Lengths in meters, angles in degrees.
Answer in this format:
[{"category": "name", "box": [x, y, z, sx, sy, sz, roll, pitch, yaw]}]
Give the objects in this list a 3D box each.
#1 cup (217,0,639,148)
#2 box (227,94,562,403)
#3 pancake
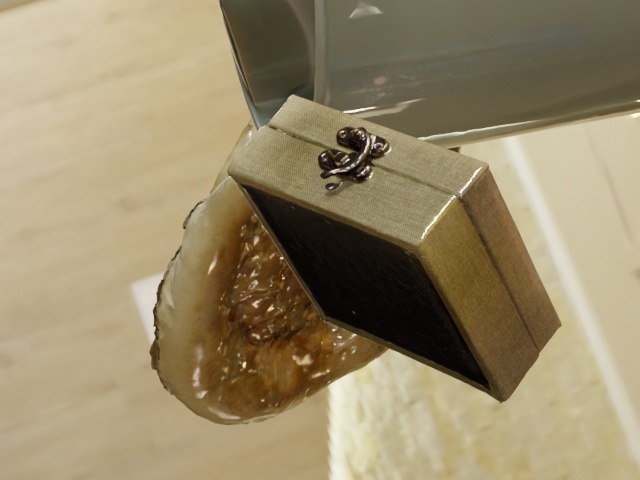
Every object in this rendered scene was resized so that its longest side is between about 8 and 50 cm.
[{"category": "cup", "box": [0.115, -0.149, 0.647, 0.205, 0.312, 0.205, 171, -90, -77]}, {"category": "box", "box": [0.022, 0.001, 0.480, 0.079, 0.035, 0.083, 22, -25, 41]}, {"category": "pancake", "box": [0.000, -0.001, 1.040, 0.049, 0.282, 0.282, 33, -32, 33]}]
